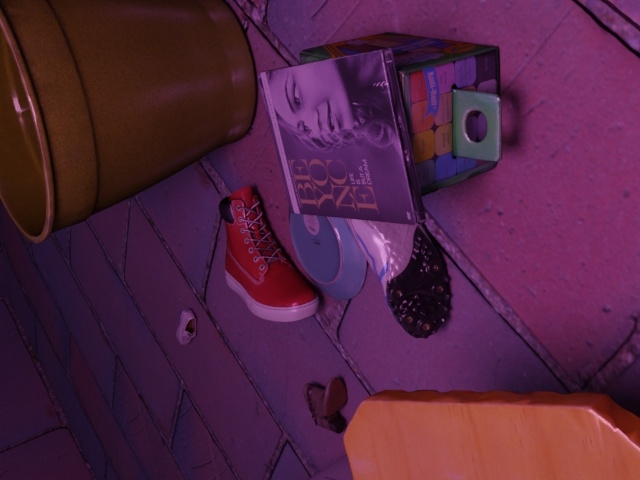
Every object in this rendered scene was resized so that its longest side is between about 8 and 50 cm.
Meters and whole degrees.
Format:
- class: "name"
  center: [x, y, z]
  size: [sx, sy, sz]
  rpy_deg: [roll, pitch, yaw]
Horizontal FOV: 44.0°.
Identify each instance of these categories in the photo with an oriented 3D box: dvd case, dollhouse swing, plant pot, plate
- class: "dvd case"
  center: [0.014, -0.101, 0.810]
  size: [0.221, 0.018, 0.165]
  rpy_deg: [9, 116, 56]
- class: "dollhouse swing"
  center: [0.232, 0.271, 0.692]
  size: [0.346, 0.315, 0.305]
  rpy_deg: [-11, 80, 47]
- class: "plant pot"
  center: [-0.299, -0.221, 1.163]
  size: [0.366, 0.352, 0.367]
  rpy_deg: [33, 132, 45]
- class: "plate"
  center: [0.000, 0.000, 1.137]
  size: [0.188, 0.024, 0.188]
  rpy_deg: [36, 136, 44]

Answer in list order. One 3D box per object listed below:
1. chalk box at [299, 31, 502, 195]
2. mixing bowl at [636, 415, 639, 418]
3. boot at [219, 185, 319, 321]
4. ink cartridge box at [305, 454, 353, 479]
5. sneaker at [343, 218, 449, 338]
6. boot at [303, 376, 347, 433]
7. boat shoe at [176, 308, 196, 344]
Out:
- class: "chalk box"
  center: [0.094, -0.129, 0.810]
  size: [0.213, 0.132, 0.133]
  rpy_deg: [26, 128, 49]
- class: "mixing bowl"
  center: [0.264, 0.220, 0.742]
  size: [0.181, 0.098, 0.181]
  rpy_deg: [21, 146, 15]
- class: "boot"
  center: [-0.088, 0.014, 1.228]
  size: [0.244, 0.088, 0.176]
  rpy_deg: [28, 128, 53]
- class: "ink cartridge box"
  center: [0.018, 0.412, 1.086]
  size: [0.211, 0.289, 0.122]
  rpy_deg: [-14, 98, 59]
- class: "sneaker"
  center: [0.087, 0.005, 0.963]
  size: [0.086, 0.085, 0.237]
  rpy_deg: [152, 94, -85]
- class: "boot"
  center: [0.003, 0.250, 1.256]
  size: [0.087, 0.042, 0.119]
  rpy_deg: [31, 131, 49]
- class: "boat shoe"
  center: [-0.279, 0.190, 1.673]
  size: [0.035, 0.035, 0.100]
  rpy_deg: [49, 137, 36]
